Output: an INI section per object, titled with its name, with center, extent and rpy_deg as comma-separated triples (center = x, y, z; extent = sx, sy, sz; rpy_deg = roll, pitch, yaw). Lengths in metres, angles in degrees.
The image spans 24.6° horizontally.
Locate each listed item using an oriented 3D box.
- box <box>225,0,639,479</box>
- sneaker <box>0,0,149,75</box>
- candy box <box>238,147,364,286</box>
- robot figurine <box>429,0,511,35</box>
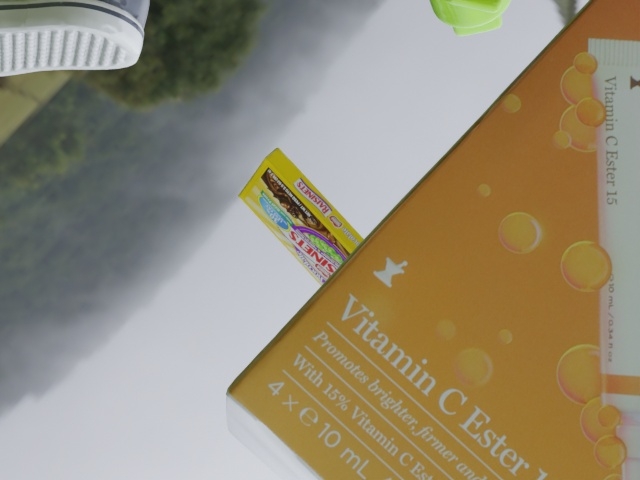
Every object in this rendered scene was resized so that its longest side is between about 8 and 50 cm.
[box]
center = 0.140, 0.040, 0.809
extent = 0.345, 0.215, 0.168
rpy_deg = -47, 173, -12
[sneaker]
center = -0.288, -0.224, 1.330
extent = 0.321, 0.126, 0.127
rpy_deg = 3, -107, 25
[candy box]
center = 0.000, 0.000, 1.603
extent = 0.027, 0.206, 0.105
rpy_deg = -41, 176, -28
[robot figurine]
center = 0.112, -0.213, 1.147
extent = 0.067, 0.115, 0.101
rpy_deg = -8, -131, 16
